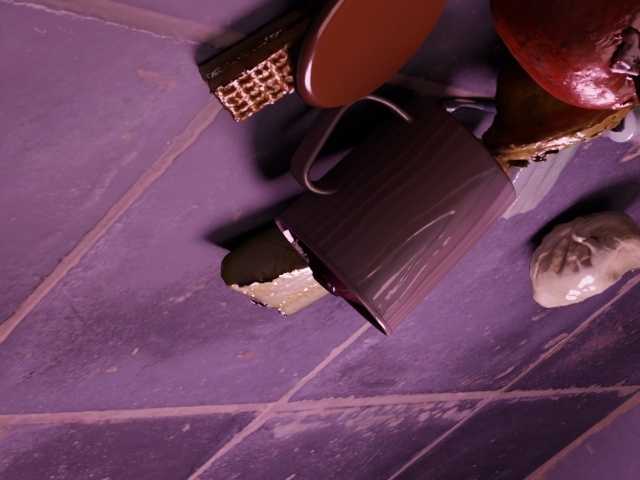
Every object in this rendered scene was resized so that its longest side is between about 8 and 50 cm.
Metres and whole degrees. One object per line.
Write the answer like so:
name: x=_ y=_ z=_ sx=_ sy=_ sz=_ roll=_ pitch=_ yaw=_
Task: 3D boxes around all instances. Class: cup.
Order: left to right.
cup: x=0.080 y=-0.057 z=1.949 sx=0.273 sy=0.288 sz=0.208 roll=-44 pitch=-175 yaw=-5

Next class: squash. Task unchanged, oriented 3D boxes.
squash: x=0.000 y=0.000 z=2.075 sx=0.252 sy=0.093 sz=0.169 roll=-30 pitch=151 yaw=21

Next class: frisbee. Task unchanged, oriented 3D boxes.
frisbee: x=0.067 y=-0.254 z=1.716 sx=0.251 sy=0.021 sz=0.251 roll=-37 pitch=156 yaw=-20

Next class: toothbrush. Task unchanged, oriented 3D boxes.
toothbrush: x=0.245 y=-0.192 z=2.102 sx=0.219 sy=0.016 sz=0.019 roll=-5 pitch=147 yaw=-44

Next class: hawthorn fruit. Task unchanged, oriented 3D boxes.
hawthorn fruit: x=0.347 y=-0.268 z=1.737 sx=0.276 sy=0.307 sz=0.276 roll=-11 pitch=152 yaw=-6

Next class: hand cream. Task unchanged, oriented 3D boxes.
hand cream: x=0.579 y=-0.227 z=2.385 sx=0.320 sy=0.067 sz=0.109 roll=-20 pitch=154 yaw=-39

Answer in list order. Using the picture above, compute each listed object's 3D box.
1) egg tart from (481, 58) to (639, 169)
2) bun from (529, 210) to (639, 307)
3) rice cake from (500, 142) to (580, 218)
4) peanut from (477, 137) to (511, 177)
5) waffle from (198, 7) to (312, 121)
egg tart: x=0.340 y=-0.210 z=1.970 sx=0.288 sy=0.118 sz=0.288 roll=-27 pitch=-168 yaw=6
bun: x=0.479 y=0.024 z=2.641 sx=0.229 sy=0.145 sz=0.229 roll=-23 pitch=-171 yaw=4
rice cake: x=0.338 y=-0.111 z=2.334 sx=0.124 sy=0.038 sz=0.211 roll=-17 pitch=152 yaw=-25
peanut: x=0.152 y=-0.032 z=2.160 sx=0.313 sy=0.152 sz=0.152 roll=-42 pitch=153 yaw=26
waffle: x=-0.061 y=-0.205 z=1.705 sx=0.148 sy=0.042 sz=0.102 roll=-31 pitch=155 yaw=3
